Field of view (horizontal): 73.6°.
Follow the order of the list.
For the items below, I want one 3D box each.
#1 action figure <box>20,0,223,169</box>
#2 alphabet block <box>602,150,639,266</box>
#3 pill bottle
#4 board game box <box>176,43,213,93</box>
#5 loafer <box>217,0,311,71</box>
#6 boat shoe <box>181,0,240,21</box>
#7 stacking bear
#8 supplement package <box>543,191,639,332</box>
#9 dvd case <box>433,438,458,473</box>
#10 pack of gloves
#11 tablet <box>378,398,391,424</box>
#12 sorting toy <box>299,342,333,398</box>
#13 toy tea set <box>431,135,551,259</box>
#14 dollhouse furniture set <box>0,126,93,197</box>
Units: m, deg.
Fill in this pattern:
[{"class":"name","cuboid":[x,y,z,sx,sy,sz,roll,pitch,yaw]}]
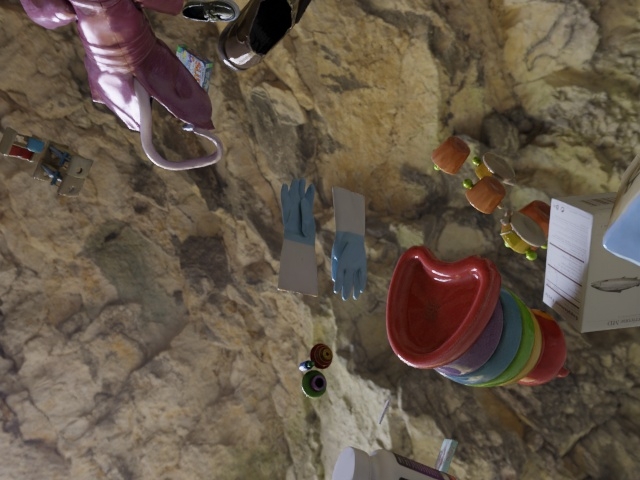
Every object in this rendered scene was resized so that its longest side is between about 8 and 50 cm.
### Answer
[{"class":"action figure","cuboid":[-0.312,-0.293,0.641,0.248,0.275,0.370,-17,-18,-7]},{"class":"alphabet block","cuboid":[0.408,-0.059,0.377,0.197,0.193,0.192,-36,-29,-44]},{"class":"pill bottle","cuboid":[0.119,0.391,0.660,0.108,0.194,0.108,-61,10,19]},{"class":"board game box","cuboid":[-0.450,-0.556,1.495,0.035,0.136,0.201,-39,-22,-47]},{"class":"loafer","cuboid":[-0.088,-0.547,1.003,0.134,0.130,0.365,36,-98,-43]},{"class":"boat shoe","cuboid":[-0.245,-0.508,0.952,0.040,0.142,0.049,-61,-26,-31]},{"class":"stacking bear","cuboid":[0.253,0.137,0.633,0.289,0.175,0.164,24,-95,-29]},{"class":"supplement package","cuboid":[0.413,0.029,0.635,0.105,0.105,0.179,-7,-71,-1]},{"class":"dvd case","cuboid":[0.236,0.426,0.823,0.087,0.013,0.119,-61,-17,-17]},{"class":"pack of gloves","cuboid":[0.000,0.000,0.817,0.195,0.232,0.046,13,-25,-31]},{"class":"tablet","cuboid":[0.129,0.347,0.871,0.054,0.006,0.083,-62,-14,-16]},{"class":"sorting toy","cuboid":[-0.004,0.238,0.796,0.061,0.101,0.042,22,-31,-19]},{"class":"toy tea set","cuboid":[0.377,-0.089,0.965,0.200,0.336,0.124,-13,-30,-38]},{"class":"dollhouse furniture set","cuboid":[-0.795,-0.218,1.230,0.128,0.129,0.184,-64,-20,5]}]
